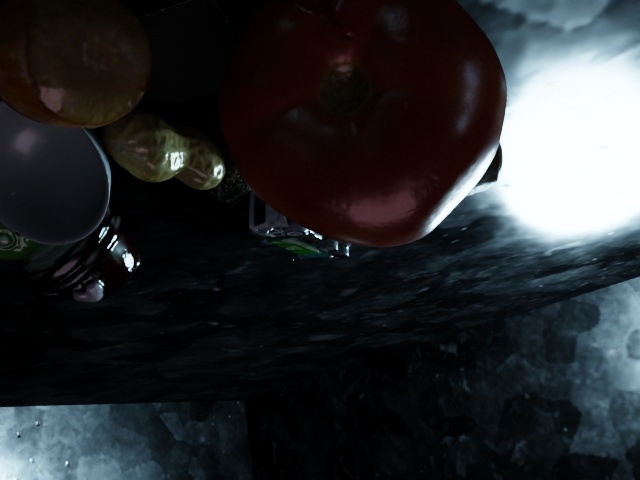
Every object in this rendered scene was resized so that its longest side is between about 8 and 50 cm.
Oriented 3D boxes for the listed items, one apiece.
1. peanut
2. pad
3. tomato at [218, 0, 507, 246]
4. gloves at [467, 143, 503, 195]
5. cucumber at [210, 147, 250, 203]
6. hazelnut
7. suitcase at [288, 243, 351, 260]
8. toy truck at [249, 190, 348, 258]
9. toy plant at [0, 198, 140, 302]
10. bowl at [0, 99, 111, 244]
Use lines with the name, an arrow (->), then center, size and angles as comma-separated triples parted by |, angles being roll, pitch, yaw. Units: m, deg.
peanut -> -0.201, -0.116, 0.863 | 0.089, 0.089, 0.192 | -26, 158, 36
pad -> -0.208, -0.201, 0.759 | 0.242, 0.004, 0.164 | -14, 160, 10
tomato -> 0.046, -0.130, 0.700 | 0.298, 0.299, 0.226 | -13, 176, 8
gloves -> 0.106, -0.112, 0.950 | 0.330, 0.141, 0.154 | -5, 160, -15
cucumber -> -0.080, -0.140, 0.899 | 0.067, 0.068, 0.293 | 2, 155, -31
hazelnut -> -0.247, -0.172, 0.633 | 0.150, 0.150, 0.150 | -9, 160, -3
suitcase -> 0.000, 0.000, 1.310 | 0.126, 0.059, 0.086 | -2, 160, -20
toy truck -> -0.026, -0.033, 1.148 | 0.124, 0.114, 0.253 | -9, 162, 30
toy plant -> -0.398, -0.013, 0.963 | 0.218, 0.175, 0.235 | -25, 128, 19
bowl -> -0.336, -0.095, 0.818 | 0.188, 0.189, 0.086 | -17, -161, 18
